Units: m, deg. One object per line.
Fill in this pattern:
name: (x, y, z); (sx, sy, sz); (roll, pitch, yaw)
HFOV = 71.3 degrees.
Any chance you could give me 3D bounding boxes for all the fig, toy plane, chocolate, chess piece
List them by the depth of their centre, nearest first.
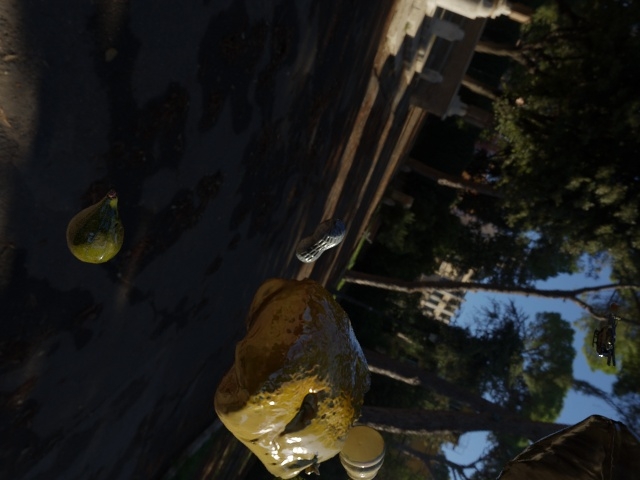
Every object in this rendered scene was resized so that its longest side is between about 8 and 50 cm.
toy plane: (0.556, 0.179, 0.860); (0.049, 0.031, 0.120); (25, 74, -83)
fig: (-0.529, -0.042, 1.045); (0.133, 0.127, 0.184); (-64, 163, -67)
chocolate: (0.000, 0.000, 1.177); (0.167, 0.072, 0.072); (-39, -172, 27)
chess piece: (0.110, 0.681, 1.194); (0.117, 0.117, 0.396); (-57, 148, -61)

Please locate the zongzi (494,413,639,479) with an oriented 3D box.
zongzi: (0.195, 0.305, 0.261); (0.139, 0.300, 0.285); (-15, 133, -37)

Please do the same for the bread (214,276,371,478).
bread: (-0.043, 0.283, 0.977); (0.394, 0.251, 0.360); (72, 28, -43)

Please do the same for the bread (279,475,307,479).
bread: (-0.067, 0.729, 1.266); (0.130, 0.139, 0.071); (-61, 173, -74)
